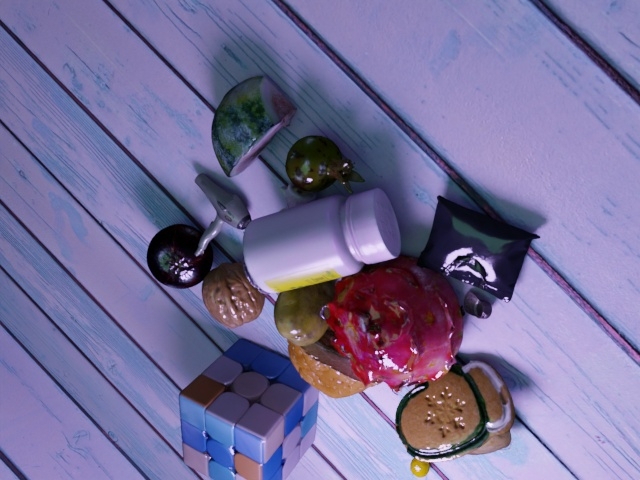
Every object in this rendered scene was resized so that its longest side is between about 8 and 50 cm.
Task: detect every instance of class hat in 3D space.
[{"bbox_3d":[0.410,0.167,1.607,0.087,0.042,0.058,44,126,51],"label":"hat"}]

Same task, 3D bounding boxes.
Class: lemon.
[{"bbox_3d":[0.317,0.721,1.980,0.062,0.062,0.083,12,126,29],"label":"lemon"}]

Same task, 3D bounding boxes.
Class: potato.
[{"bbox_3d":[-0.046,0.192,1.772,0.149,0.228,0.197,-1,142,20],"label":"potato"}]

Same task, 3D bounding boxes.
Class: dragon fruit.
[{"bbox_3d":[0.176,0.232,1.645,0.371,0.249,0.386,-12,96,37],"label":"dragon fruit"}]

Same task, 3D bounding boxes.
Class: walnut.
[{"bbox_3d":[-0.276,0.166,1.972,0.213,0.213,0.213,17,125,26],"label":"walnut"}]

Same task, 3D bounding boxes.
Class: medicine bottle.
[{"bbox_3d":[0.000,0.000,1.621,0.379,0.213,0.213,-16,107,23],"label":"medicine bottle"}]

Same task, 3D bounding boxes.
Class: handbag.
[{"bbox_3d":[0.372,0.026,1.512,0.254,0.089,0.211,24,125,16],"label":"handbag"}]

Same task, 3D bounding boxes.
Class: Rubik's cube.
[{"bbox_3d":[-0.232,0.600,2.091,0.345,0.347,0.346,19,126,23],"label":"Rubik's cube"}]

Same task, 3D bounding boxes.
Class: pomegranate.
[{"bbox_3d":[0.004,-0.178,1.581,0.220,0.156,0.156,41,133,26],"label":"pomegranate"}]

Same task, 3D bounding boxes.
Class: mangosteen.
[{"bbox_3d":[-0.453,0.052,2.023,0.216,0.216,0.216,17,125,26],"label":"mangosteen"}]

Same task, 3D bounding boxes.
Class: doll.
[{"bbox_3d":[-0.065,-0.100,1.736,0.129,0.081,0.207,37,134,14],"label":"doll"}]

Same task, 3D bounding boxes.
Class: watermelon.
[{"bbox_3d":[-0.207,-0.286,1.692,0.305,0.180,0.223,-40,47,46],"label":"watermelon"}]

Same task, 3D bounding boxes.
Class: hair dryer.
[{"bbox_3d":[-0.338,-0.095,1.905,0.225,0.088,0.218,-30,78,21],"label":"hair dryer"}]

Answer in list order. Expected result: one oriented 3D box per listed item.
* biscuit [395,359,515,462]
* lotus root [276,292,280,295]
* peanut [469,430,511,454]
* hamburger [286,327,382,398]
[{"bbox_3d":[0.346,0.444,1.706,0.344,0.057,0.287,-32,61,23],"label":"biscuit"},{"bbox_3d":[-0.097,0.121,1.890,0.091,0.077,0.182,7,118,23],"label":"lotus root"},{"bbox_3d":[0.382,0.535,1.775,0.319,0.147,0.147,-7,112,35],"label":"peanut"},{"bbox_3d":[0.042,0.376,1.882,0.330,0.162,0.208,24,136,12],"label":"hamburger"}]
